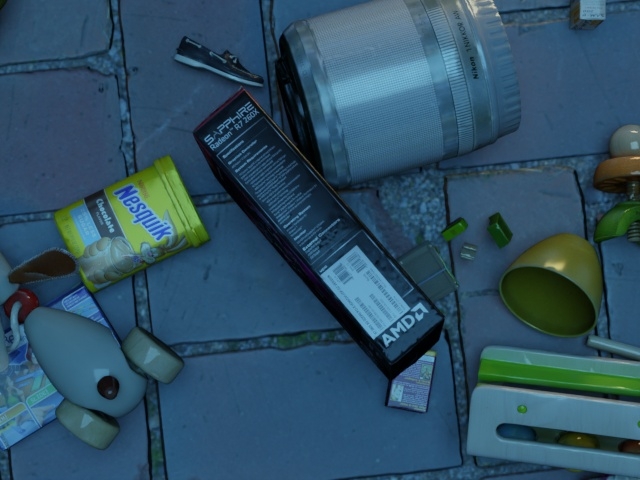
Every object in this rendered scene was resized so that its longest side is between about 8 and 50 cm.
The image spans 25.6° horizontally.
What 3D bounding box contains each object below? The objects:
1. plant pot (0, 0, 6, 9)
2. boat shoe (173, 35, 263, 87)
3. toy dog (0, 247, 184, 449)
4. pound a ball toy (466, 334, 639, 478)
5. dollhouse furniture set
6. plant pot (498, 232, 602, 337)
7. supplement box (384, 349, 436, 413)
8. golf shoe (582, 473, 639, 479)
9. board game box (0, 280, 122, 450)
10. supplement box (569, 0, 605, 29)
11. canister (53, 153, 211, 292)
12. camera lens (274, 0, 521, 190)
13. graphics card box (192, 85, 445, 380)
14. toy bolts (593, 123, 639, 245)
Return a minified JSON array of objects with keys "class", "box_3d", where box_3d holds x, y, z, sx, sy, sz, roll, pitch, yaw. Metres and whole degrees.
[{"class":"plant pot","box_3d":[-0.554,-0.289,1.766,0.293,0.275,0.274,-35,88,-21]},{"class":"boat shoe","box_3d":[-0.131,-0.235,1.865,0.125,0.046,0.038,20,90,8]},{"class":"toy dog","box_3d":[-0.335,0.122,1.735,0.334,0.161,0.220,19,85,-1]},{"class":"pound a ball toy","box_3d":[0.358,0.218,1.808,0.319,0.208,0.135,6,113,10]},{"class":"dollhouse furniture set","box_3d":[0.178,0.018,1.867,0.152,0.058,0.076,-33,95,15]},{"class":"plant pot","box_3d":[0.311,0.047,1.828,0.134,0.134,0.095,33,56,1]},{"class":"supplement box","box_3d":[0.118,0.181,1.842,0.055,0.043,0.083,11,85,-1]},{"class":"golf shoe","box_3d":[0.421,0.332,1.811,0.306,0.115,0.140,-38,81,-8]},{"class":"board game box","box_3d":[-0.358,0.162,1.830,0.201,0.035,0.136,-31,88,-4]},{"class":"supplement box","box_3d":[0.356,-0.336,1.880,0.036,0.062,0.098,2,85,-3]},{"class":"canister","box_3d":[-0.245,-0.019,1.830,0.170,0.073,0.126,-26,87,-2]},{"class":"camera lens","box_3d":[0.092,-0.196,1.782,0.274,0.219,0.219,-15,86,-3]},{"class":"graphics card box","box_3d":[0.000,0.000,1.737,0.094,0.233,0.371,-41,81,-5]},{"class":"toy bolts","box_3d":[0.488,-0.076,1.810,0.229,0.218,0.158,7,79,-20]}]
